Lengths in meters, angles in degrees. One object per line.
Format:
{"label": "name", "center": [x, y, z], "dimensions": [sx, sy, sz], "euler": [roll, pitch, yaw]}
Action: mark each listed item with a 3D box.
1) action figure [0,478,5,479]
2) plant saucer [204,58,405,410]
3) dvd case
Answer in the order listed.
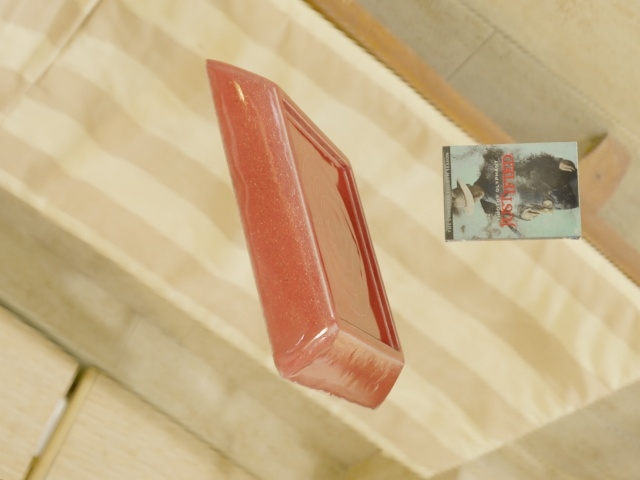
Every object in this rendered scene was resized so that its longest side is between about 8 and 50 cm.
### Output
{"label": "action figure", "center": [-0.124, 0.315, 0.564], "dimensions": [0.179, 0.330, 0.341], "euler": [5, 107, -15]}
{"label": "plant saucer", "center": [0.000, 0.000, 0.913], "dimensions": [0.048, 0.259, 0.258], "euler": [-18, 161, 14]}
{"label": "dvd case", "center": [0.168, -0.043, 0.976], "dimensions": [0.120, 0.087, 0.013], "euler": [-1, 173, 5]}
